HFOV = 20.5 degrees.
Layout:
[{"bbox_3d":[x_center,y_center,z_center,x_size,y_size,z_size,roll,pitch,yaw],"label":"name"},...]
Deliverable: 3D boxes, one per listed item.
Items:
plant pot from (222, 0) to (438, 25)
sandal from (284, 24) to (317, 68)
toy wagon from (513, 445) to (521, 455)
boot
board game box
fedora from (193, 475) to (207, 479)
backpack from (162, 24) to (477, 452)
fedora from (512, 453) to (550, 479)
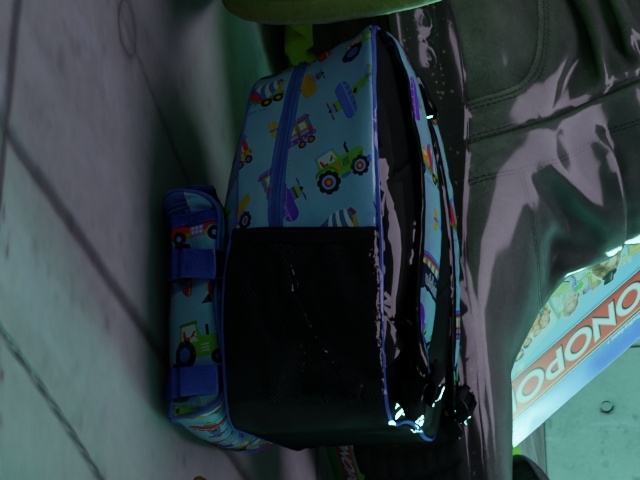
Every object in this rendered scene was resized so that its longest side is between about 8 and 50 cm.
[{"bbox_3d":[0.037,-0.271,0.805,0.276,0.276,0.254,-75,146,-62],"label":"plant pot"},{"bbox_3d":[0.069,-0.082,1.086,0.317,0.138,0.126,58,26,-49],"label":"sandal"},{"bbox_3d":[0.133,0.073,1.614,0.267,0.068,0.344,65,22,-64],"label":"toy wagon"},{"bbox_3d":[0.127,0.002,0.921,0.118,0.223,0.338,-3,-89,63],"label":"boot"},{"bbox_3d":[0.126,0.022,1.068,0.046,0.317,0.213,35,-26,38],"label":"board game box"},{"bbox_3d":[-0.051,0.166,0.516,0.194,0.079,0.194,-9,90,-85],"label":"fedora"},{"bbox_3d":[0.000,0.000,0.763,0.158,0.117,0.173,40,47,-75],"label":"backpack"},{"bbox_3d":[0.089,0.258,1.103,0.275,0.124,0.243,-108,-165,-83],"label":"fedora"}]
